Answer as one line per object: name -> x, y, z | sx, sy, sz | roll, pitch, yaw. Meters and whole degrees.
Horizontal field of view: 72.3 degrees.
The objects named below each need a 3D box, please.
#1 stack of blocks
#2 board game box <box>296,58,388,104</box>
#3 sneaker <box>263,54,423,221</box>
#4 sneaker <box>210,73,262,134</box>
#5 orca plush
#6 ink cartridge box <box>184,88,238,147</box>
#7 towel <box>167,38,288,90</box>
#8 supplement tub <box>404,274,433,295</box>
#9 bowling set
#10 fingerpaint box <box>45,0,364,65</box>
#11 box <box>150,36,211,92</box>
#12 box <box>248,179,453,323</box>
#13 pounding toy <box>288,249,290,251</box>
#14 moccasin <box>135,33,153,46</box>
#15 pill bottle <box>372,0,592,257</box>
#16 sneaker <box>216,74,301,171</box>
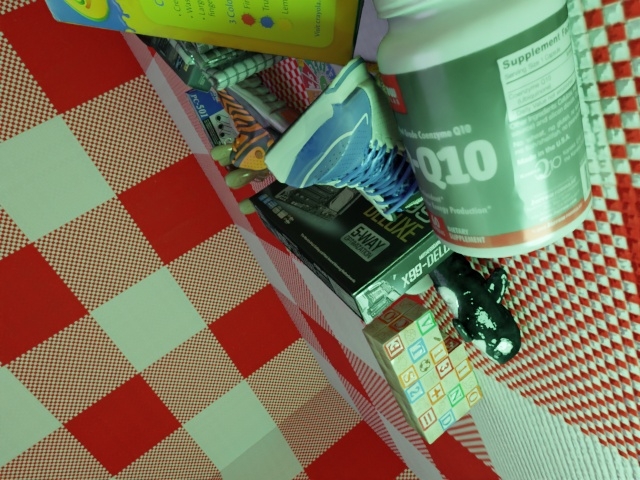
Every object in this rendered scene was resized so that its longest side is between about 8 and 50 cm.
stack of blocks -> 0.232, 0.277, 0.976 | 0.087, 0.171, 0.297 | 23, 143, 62
board game box -> 0.050, -0.243, 0.738 | 0.259, 0.039, 0.124 | 34, 154, 46
sneaker -> 0.071, -0.106, 0.531 | 0.182, 0.127, 0.315 | 47, -156, -5
sneaker -> -0.215, -0.410, 1.107 | 0.305, 0.114, 0.152 | 54, 145, 7
orca plush -> 0.252, 0.060, 0.713 | 0.151, 0.102, 0.287 | -6, -116, -56
ink cartridge box -> -0.362, -0.420, 1.475 | 0.046, 0.097, 0.207 | 38, 156, 48
towel -> -0.148, -0.392, 0.663 | 0.284, 0.235, 0.121 | 52, 158, 12
supplement tub -> 0.135, 0.025, 0.862 | 0.190, 0.117, 0.117 | 28, 148, 59
bowling set -> -0.250, -0.254, 1.463 | 0.200, 0.154, 0.287 | -114, 2, -48
fingerpaint box -> -0.122, -0.395, 0.356 | 0.370, 0.163, 0.445 | 9, 155, 3
box -> -0.240, -0.447, 0.877 | 0.183, 0.059, 0.233 | 48, 118, 29
box -> 0.062, -0.048, 0.698 | 0.307, 0.242, 0.077 | 41, 163, 44
pounding toy -> 0.010, -0.079, 1.072 | 0.154, 0.155, 0.270 | 21, 131, 23
moccasin -> -0.501, -0.678, 1.335 | 0.380, 0.147, 0.139 | 38, 171, 39
pill bottle -> 0.149, -0.140, 0.414 | 0.161, 0.161, 0.283 | 28, 148, 59
sneaker -> -0.186, -0.275, 0.996 | 0.321, 0.124, 0.180 | 43, 126, 6
